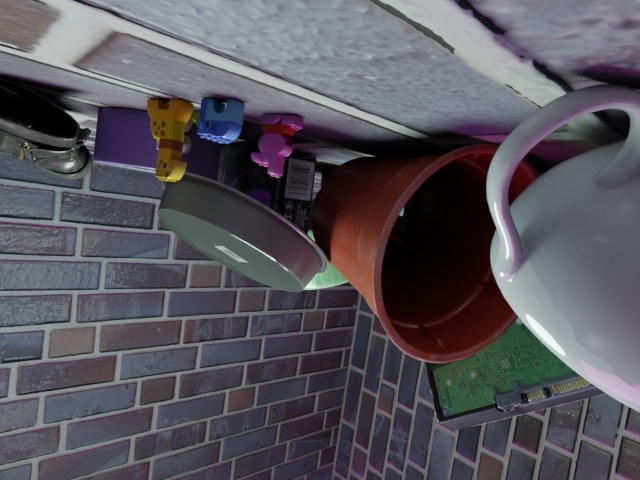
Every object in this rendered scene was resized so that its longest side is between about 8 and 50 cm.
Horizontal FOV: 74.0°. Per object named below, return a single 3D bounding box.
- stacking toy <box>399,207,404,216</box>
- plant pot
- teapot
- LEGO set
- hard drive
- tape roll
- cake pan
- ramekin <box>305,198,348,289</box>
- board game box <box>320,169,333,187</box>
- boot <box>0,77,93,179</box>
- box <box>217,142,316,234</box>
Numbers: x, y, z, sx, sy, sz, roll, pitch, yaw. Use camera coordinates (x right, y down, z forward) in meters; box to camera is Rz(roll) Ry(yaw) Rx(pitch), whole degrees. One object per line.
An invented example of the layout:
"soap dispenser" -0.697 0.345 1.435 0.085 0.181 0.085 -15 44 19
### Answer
"stacking toy" 0.228 -0.020 1.125 0.130 0.280 0.309 20 -172 14
"plant pot" 0.126 -0.010 0.621 0.272 0.273 0.265 6 -168 -27
"teapot" 0.273 -0.001 0.327 0.252 0.187 0.255 40 -144 24
"LEGO set" -0.144 -0.113 0.509 0.227 0.093 0.087 11 -175 28
"hard drive" 0.259 0.085 0.650 0.236 0.339 0.064 -31 132 29
"tape roll" -0.258 -0.150 0.686 0.188 0.080 0.189 9 -176 -1
"cake pan" -0.129 0.000 0.670 0.292 0.054 0.293 24 162 8
"ramekin" 0.000 0.000 1.044 0.302 0.149 0.303 -11 -163 3
"board game box" 0.094 -0.145 1.106 0.170 0.048 0.141 9 -178 7
"boot" -0.440 -0.173 0.580 0.262 0.091 0.229 18 169 -19
"box" -0.147 -0.103 0.877 0.143 0.166 0.270 5 -175 -37
